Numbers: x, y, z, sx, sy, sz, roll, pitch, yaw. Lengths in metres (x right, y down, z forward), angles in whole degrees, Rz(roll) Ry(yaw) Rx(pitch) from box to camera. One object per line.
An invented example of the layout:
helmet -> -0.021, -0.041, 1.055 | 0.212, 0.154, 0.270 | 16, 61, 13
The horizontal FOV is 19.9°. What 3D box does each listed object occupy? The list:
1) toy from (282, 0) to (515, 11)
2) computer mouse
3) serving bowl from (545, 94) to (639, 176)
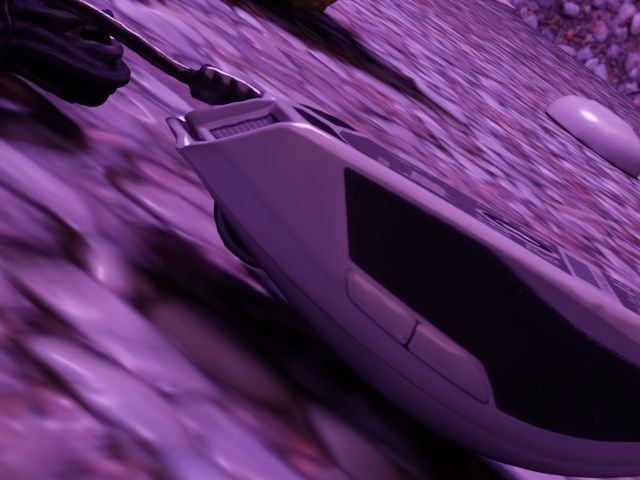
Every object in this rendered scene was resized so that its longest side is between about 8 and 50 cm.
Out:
toy -> -0.025, -0.150, 0.862 | 0.137, 0.056, 0.237 | 47, 20, 31
computer mouse -> 0.000, 0.000, 0.354 | 0.193, 0.042, 0.106 | 30, 6, 2
serving bowl -> 0.205, -0.081, 1.330 | 0.083, 0.027, 0.083 | 35, 11, -8
